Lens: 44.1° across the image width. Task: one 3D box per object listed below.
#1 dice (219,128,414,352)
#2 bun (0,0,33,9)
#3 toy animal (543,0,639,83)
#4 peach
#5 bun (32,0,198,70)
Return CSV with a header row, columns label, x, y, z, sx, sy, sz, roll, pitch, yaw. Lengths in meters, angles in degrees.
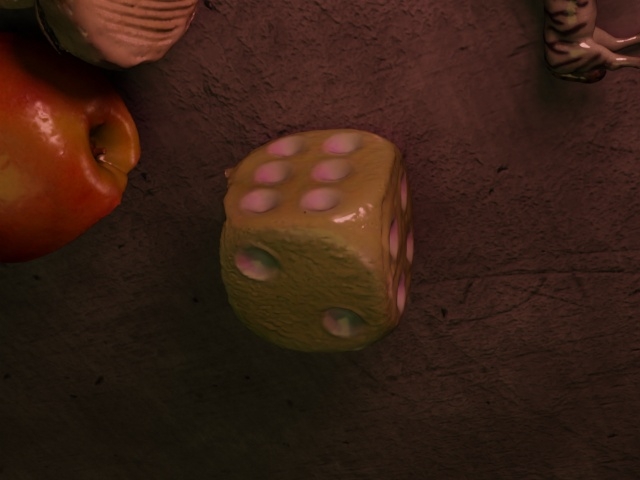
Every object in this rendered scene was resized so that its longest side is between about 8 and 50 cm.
label,x,y,z,sx,sy,sz,roll,pitch,yaw
dice,0.000,0.000,1.164,0.254,0.252,0.250,-2,128,16
bun,-0.421,-0.411,1.025,0.221,0.108,0.221,1,140,1
toy animal,0.320,-0.303,0.940,0.169,0.090,0.255,-17,121,32
peach,-0.493,-0.135,1.151,0.380,0.242,0.306,-5,130,24
bun,-0.260,-0.332,0.994,0.141,0.239,0.239,29,139,32
